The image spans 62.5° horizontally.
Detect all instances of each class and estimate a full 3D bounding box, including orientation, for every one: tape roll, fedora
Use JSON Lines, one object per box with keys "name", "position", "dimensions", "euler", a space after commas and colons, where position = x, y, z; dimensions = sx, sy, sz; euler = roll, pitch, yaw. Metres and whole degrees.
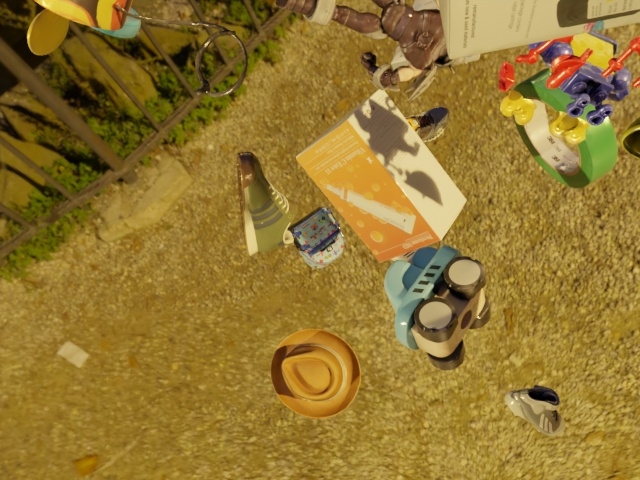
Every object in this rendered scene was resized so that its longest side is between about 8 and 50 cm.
{"name": "tape roll", "position": [0.632, -0.292, 1.388], "dimensions": [0.077, 0.321, 0.321], "euler": [-33, 59, 1]}
{"name": "fedora", "position": [-0.017, 0.270, 1.072], "dimensions": [0.194, 0.079, 0.194], "euler": [-3, 77, 11]}

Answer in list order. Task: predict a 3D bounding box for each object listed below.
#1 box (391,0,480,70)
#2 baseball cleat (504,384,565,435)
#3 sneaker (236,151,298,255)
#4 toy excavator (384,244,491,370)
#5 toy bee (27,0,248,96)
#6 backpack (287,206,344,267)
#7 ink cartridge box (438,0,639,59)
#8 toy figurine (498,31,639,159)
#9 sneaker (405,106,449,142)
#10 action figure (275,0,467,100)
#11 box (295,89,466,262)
{"name": "box", "position": [0.213, -0.368, 0.905], "dimensions": [0.145, 0.038, 0.186], "euler": [-2, 55, 36]}
{"name": "baseball cleat", "position": [0.526, 0.398, 1.224], "dimensions": [0.109, 0.206, 0.072], "euler": [-37, 35, 42]}
{"name": "sneaker", "position": [-0.077, -0.056, 0.795], "dimensions": [0.086, 0.192, 0.064], "euler": [-8, 47, -11]}
{"name": "toy excavator", "position": [0.283, 0.084, 1.537], "dimensions": [0.445, 0.222, 0.433], "euler": [25, 66, 36]}
{"name": "toy bee", "position": [-0.217, -0.258, 0.481], "dimensions": [0.298, 0.162, 0.195], "euler": [24, 110, 30]}
{"name": "backpack", "position": [0.000, 0.000, 1.641], "dimensions": [0.158, 0.117, 0.173], "euler": [-34, 101, -13]}
{"name": "ink cartridge box", "position": [0.154, -0.195, 0.306], "dimensions": [0.175, 0.072, 0.127], "euler": [-8, 72, 11]}
{"name": "toy figurine", "position": [0.466, -0.288, 0.847], "dimensions": [0.362, 0.191, 0.217], "euler": [17, 55, -10]}
{"name": "sneaker", "position": [0.292, -0.335, 1.578], "dimensions": [0.225, 0.093, 0.088], "euler": [-31, 76, -7]}
{"name": "action figure", "position": [0.089, -0.307, 0.713], "dimensions": [0.185, 0.285, 0.099], "euler": [-62, 21, 20]}
{"name": "box", "position": [0.146, -0.147, 1.273], "dimensions": [0.215, 0.345, 0.168], "euler": [-27, 18, 51]}
